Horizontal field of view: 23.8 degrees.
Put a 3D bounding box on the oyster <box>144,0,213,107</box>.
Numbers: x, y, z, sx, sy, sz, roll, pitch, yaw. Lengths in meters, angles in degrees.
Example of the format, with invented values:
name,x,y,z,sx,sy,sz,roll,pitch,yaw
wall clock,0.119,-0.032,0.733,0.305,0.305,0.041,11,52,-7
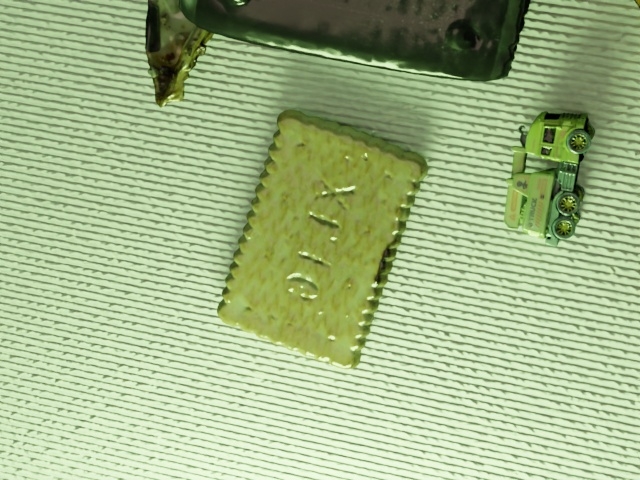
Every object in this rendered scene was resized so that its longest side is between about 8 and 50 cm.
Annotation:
name,x,y,z,sx,sy,sz,roll,pitch,yaw
oyster,-0.181,-0.345,1.988,0.128,0.078,0.345,9,100,16

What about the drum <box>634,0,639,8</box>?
name,x,y,z,sx,sy,sz,roll,pitch,yaw
drum,0.525,-0.388,1.632,0.431,0.214,0.431,21,127,31

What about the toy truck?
name,x,y,z,sx,sy,sz,roll,pitch,yaw
toy truck,0.286,-0.081,1.924,0.100,0.077,0.169,10,107,11

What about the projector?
name,x,y,z,sx,sy,sz,roll,pitch,yaw
projector,0.068,-0.411,1.789,0.405,0.242,0.395,11,105,1

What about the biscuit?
name,x,y,z,sx,sy,sz,roll,pitch,yaw
biscuit,0.000,0.000,2.038,0.217,0.044,0.325,20,108,9
